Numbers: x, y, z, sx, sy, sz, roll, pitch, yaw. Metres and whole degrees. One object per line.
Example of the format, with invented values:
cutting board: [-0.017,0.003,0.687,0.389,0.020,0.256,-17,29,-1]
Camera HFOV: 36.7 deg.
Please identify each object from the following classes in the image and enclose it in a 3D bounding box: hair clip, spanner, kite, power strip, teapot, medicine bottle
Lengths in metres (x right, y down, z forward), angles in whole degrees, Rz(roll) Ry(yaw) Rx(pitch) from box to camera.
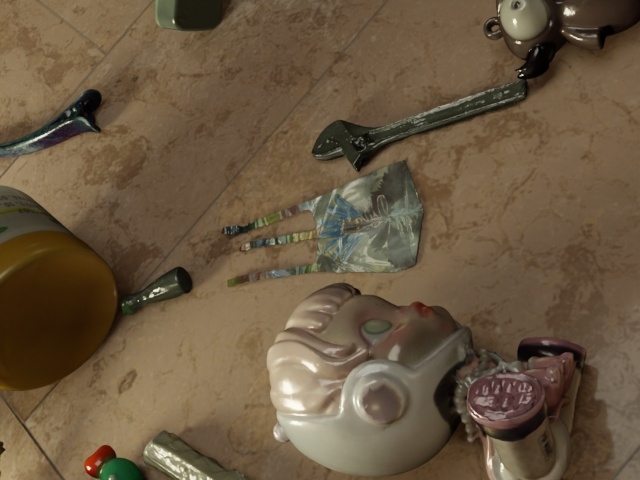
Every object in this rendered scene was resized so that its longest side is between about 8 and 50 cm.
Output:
hair clip: [-0.504,-0.186,1.706,0.275,0.048,0.083,-17,63,21]
spanner: [0.137,-0.167,1.371,0.325,0.026,0.093,-16,58,18]
kite: [-0.001,-0.001,1.364,0.310,0.015,0.169,-18,59,18]
power strip: [-0.191,-0.485,1.606,0.059,0.193,0.265,18,111,31]
teapot: [-0.248,0.078,1.440,0.110,0.043,0.043,-24,57,19]
medicine bottle: [-0.459,0.065,1.436,0.232,0.238,0.238,36,85,37]

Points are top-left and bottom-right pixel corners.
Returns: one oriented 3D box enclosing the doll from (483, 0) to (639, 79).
doll: [0.339,-0.323,1.284,0.257,0.117,0.182,-13,66,19]

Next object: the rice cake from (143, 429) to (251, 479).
rice cake: [-0.129,0.318,1.251,0.256,0.052,0.057,22,49,34]

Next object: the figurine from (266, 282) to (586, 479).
figurine: [0.106,0.176,1.085,0.361,0.253,0.211,13,89,24]

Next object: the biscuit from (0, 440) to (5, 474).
biscuit: [-0.651,0.332,1.338,0.394,0.076,0.368,15,87,-12]

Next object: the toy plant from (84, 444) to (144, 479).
toy plant: [-0.295,0.415,1.214,0.400,0.185,0.279,15,67,48]
